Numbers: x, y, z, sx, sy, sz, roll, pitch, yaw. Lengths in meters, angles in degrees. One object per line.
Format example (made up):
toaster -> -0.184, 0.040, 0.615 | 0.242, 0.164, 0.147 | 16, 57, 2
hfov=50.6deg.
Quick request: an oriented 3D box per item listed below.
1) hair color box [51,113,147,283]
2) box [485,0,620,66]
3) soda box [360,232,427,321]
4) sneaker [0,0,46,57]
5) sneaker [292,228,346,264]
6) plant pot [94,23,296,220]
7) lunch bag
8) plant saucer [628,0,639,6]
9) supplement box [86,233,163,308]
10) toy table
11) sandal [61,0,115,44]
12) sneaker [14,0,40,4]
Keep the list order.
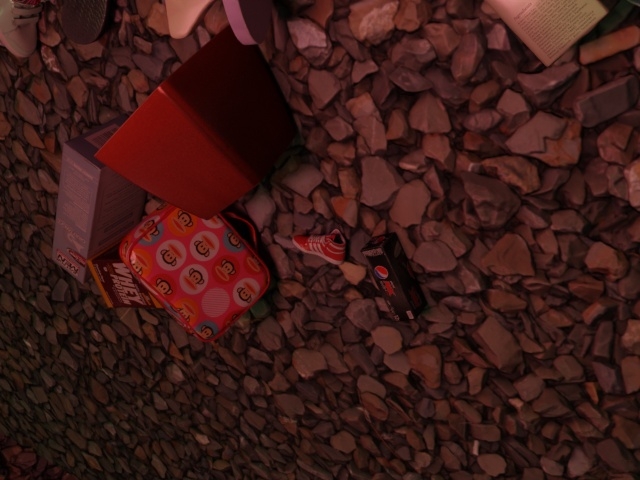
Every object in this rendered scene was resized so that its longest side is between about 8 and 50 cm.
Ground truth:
hair color box -> -0.508, -0.091, 1.583 | 0.113, 0.185, 0.374 | 35, 132, 11
box -> 0.267, -0.379, 0.921 | 0.275, 0.094, 0.113 | 48, 133, 0
soda box -> 0.144, 0.072, 1.319 | 0.053, 0.060, 0.169 | -12, 111, 41
sneaker -> -0.628, -0.505, 1.465 | 0.151, 0.094, 0.256 | 21, 129, 19
sneaker -> 0.000, 0.000, 1.385 | 0.118, 0.042, 0.067 | 22, 133, 12
plant pot -> -0.207, -0.201, 1.271 | 0.236, 0.267, 0.267 | 45, 135, -15
lunch bag -> -0.252, 0.041, 1.453 | 0.293, 0.258, 0.120 | 53, 162, -22
plant saucer -> 0.456, -0.431, 0.791 | 0.317, 0.043, 0.318 | 18, 127, 26
supplement box -> -0.398, 0.056, 1.596 | 0.194, 0.191, 0.129 | -3, 115, 35
toy table -> -0.186, -0.459, 1.101 | 0.160, 0.252, 0.274 | 2, 101, 16
sandal -> -0.451, -0.507, 1.377 | 0.097, 0.054, 0.254 | 37, 123, 0
sneaker -> -0.512, -0.581, 1.293 | 0.299, 0.112, 0.121 | -36, 65, 16
